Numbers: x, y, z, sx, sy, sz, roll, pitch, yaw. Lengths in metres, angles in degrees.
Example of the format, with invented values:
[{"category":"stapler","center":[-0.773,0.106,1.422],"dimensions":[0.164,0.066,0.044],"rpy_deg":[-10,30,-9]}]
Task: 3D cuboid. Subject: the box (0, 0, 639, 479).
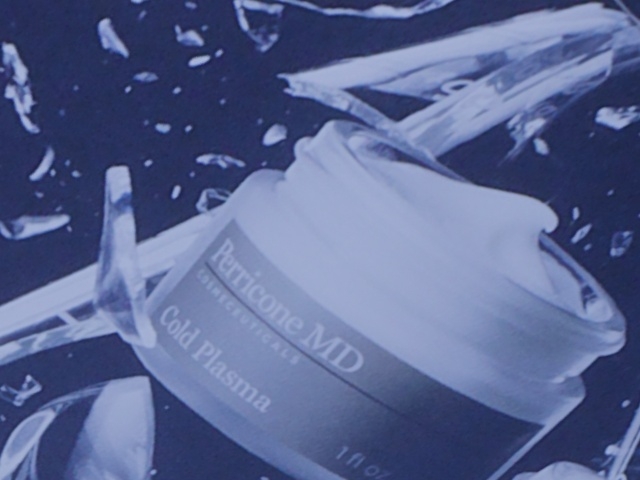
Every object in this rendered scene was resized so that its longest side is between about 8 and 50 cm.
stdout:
[{"category":"box","center":[0.000,0.000,0.514],"dimensions":[0.312,0.179,0.343],"rpy_deg":[-39,113,21]}]
